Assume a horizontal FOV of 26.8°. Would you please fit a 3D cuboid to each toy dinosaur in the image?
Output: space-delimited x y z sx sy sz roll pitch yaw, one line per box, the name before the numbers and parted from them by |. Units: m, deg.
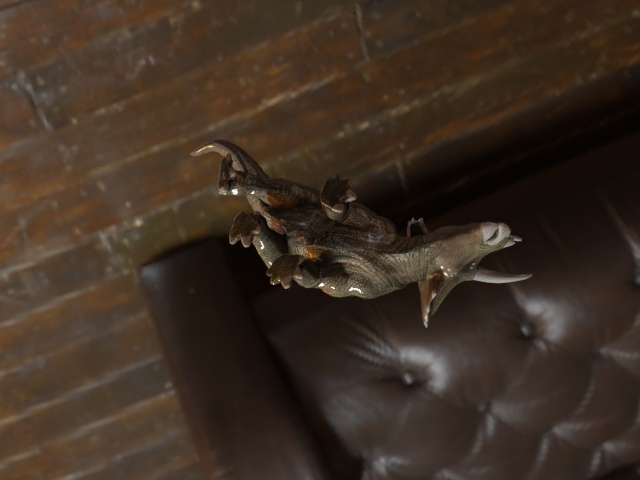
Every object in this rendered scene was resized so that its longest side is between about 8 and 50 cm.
toy dinosaur | 0.000 0.000 1.120 0.160 0.313 0.121 34 75 -49
